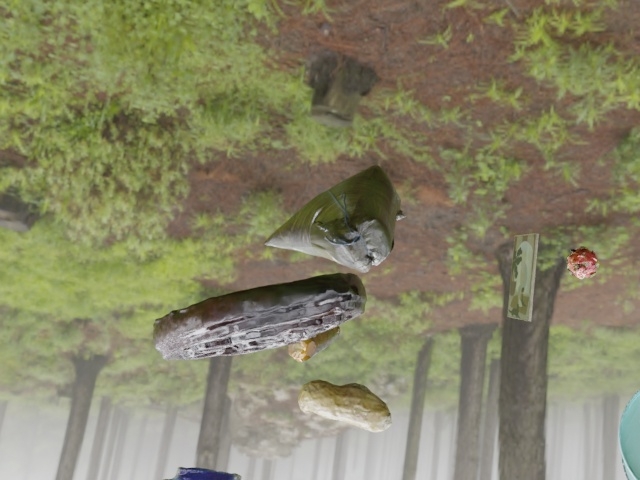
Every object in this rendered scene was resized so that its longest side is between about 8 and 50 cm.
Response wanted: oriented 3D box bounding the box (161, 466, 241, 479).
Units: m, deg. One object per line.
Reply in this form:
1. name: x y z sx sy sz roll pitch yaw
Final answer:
1. box: -0.188 0.487 1.018 0.262 0.291 0.206 40 136 23

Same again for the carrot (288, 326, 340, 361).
1. carrot: -0.012 0.227 1.624 0.070 0.070 0.260 4 -176 18

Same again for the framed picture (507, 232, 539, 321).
1. framed picture: 0.476 0.085 1.651 0.010 0.201 0.136 6 178 -4

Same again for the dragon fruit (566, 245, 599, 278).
1. dragon fruit: 0.698 0.061 1.871 0.081 0.086 0.116 -20 165 15

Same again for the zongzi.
1. zongzi: 0.000 0.000 1.871 0.432 0.208 0.403 -23 -162 17

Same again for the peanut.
1. peanut: 0.056 0.365 1.556 0.213 0.100 0.099 7 168 9

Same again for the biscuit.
1. biscuit: -0.107 0.152 1.299 0.407 0.091 0.407 -12 170 -2

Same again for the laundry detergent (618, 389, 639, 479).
1. laundry detergent: 0.821 0.475 1.555 0.287 0.287 0.305 2 155 26
